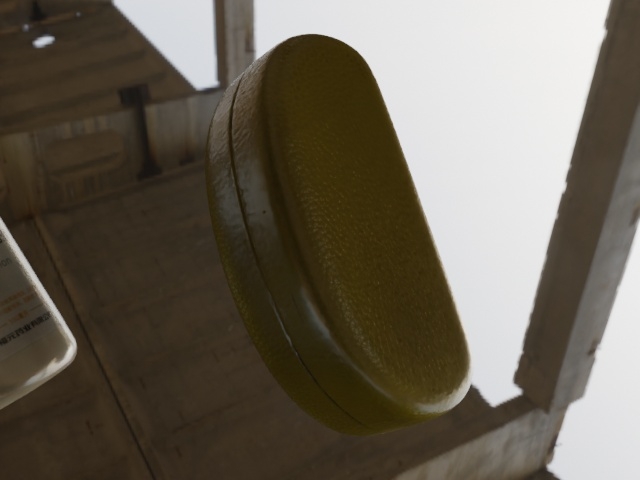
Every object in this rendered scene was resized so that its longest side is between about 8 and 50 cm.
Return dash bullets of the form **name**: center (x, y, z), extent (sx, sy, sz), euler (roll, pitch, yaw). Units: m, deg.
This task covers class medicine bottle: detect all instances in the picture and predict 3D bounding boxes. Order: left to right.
- **medicine bottle**: center (-0.292, 0.009, 0.618), extent (0.114, 0.252, 0.114), euler (-30, -175, 3)

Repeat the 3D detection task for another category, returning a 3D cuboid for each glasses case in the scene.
- **glasses case**: center (0.000, 0.000, 0.767), extent (0.173, 0.141, 0.371), euler (-10, -103, -43)
